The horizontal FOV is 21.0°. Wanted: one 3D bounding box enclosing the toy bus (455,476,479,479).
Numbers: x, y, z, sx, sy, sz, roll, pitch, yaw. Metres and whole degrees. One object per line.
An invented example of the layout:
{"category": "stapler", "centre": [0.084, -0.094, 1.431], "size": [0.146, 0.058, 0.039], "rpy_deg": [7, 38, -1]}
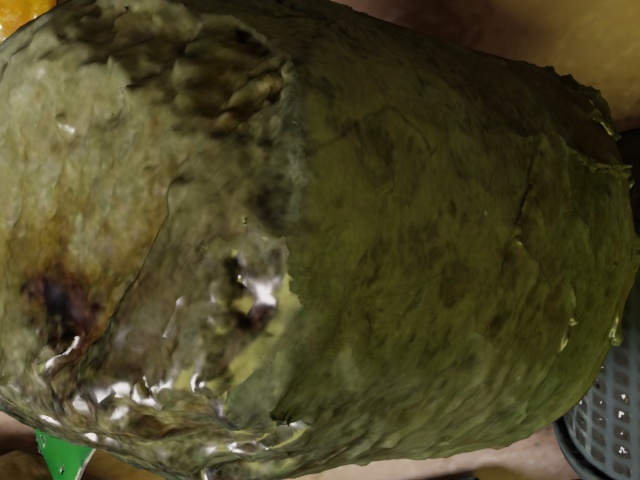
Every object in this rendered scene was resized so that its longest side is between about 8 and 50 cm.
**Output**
{"category": "toy bus", "centre": [0.080, 0.252, 1.107], "size": [0.098, 0.114, 0.201], "rpy_deg": [-12, 136, 6]}

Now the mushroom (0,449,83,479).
{"category": "mushroom", "centre": [-0.188, 0.222, 0.992], "size": [0.164, 0.189, 0.267], "rpy_deg": [-35, 129, 7]}

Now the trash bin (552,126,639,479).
{"category": "trash bin", "centre": [0.198, 0.027, 0.872], "size": [0.175, 0.175, 0.161], "rpy_deg": [-10, 125, 3]}

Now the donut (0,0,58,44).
{"category": "donut", "centre": [-0.191, -0.110, 0.730], "size": [0.166, 0.073, 0.184], "rpy_deg": [-4, 135, -3]}

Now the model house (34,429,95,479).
{"category": "model house", "centre": [-0.094, 0.030, 0.845], "size": [0.088, 0.167, 0.117], "rpy_deg": [0, 138, -36]}

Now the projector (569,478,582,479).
{"category": "projector", "centre": [0.229, 0.178, 0.958], "size": [0.257, 0.079, 0.259], "rpy_deg": [10, 176, -41]}

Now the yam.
{"category": "yam", "centre": [0.000, 0.000, 0.712], "size": [0.195, 0.195, 0.300], "rpy_deg": [-39, 157, 28]}
